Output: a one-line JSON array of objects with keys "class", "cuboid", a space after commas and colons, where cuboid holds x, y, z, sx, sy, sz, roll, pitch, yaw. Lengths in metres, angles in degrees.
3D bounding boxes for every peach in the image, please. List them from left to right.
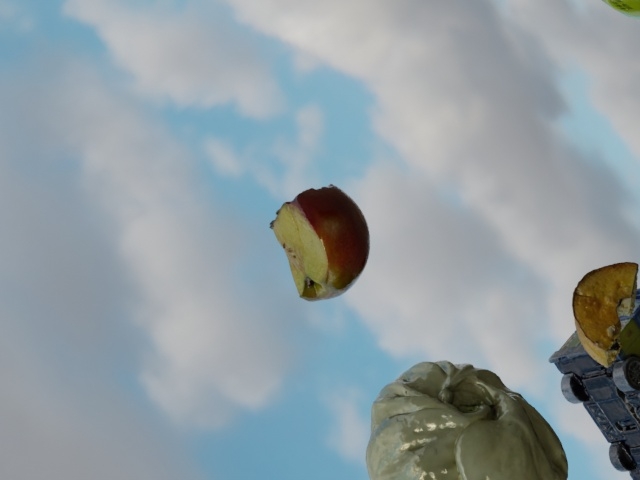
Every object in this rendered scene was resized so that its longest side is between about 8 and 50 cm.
[{"class": "peach", "cuboid": [0.007, 0.002, 2.052, 0.151, 0.118, 0.151, 49, 148, 44]}]

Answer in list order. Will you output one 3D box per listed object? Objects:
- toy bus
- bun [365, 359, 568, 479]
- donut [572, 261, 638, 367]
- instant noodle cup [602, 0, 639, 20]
[{"class": "toy bus", "cuboid": [0.488, 0.232, 2.457, 0.175, 0.138, 0.287, -44, -76, -37]}, {"class": "bun", "cuboid": [0.176, 0.256, 2.082, 0.160, 0.259, 0.259, 94, 165, -47]}, {"class": "donut", "cuboid": [0.230, 0.062, 1.311, 0.038, 0.067, 0.083, 91, 165, -48]}, {"class": "instant noodle cup", "cuboid": [0.314, -0.279, 1.188, 0.311, 0.311, 0.221, 49, 157, -20]}]
